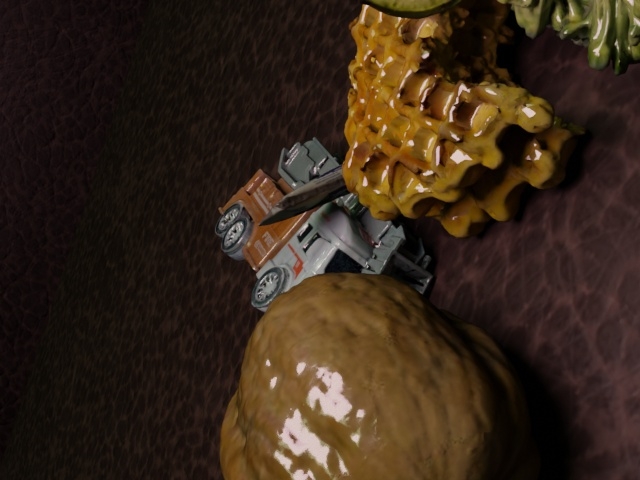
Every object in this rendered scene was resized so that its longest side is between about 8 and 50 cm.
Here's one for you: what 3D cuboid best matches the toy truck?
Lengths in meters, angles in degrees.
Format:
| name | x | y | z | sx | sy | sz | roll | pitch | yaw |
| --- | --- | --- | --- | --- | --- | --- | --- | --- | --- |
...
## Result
| name | x | y | z | sx | sy | sz | roll | pitch | yaw |
| --- | --- | --- | --- | --- | --- | --- | --- | --- | --- |
| toy truck | 0.000 | 0.000 | 0.944 | 0.184 | 0.133 | 0.338 | -50 | 30 | 6 |

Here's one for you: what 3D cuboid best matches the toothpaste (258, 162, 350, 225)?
| name | x | y | z | sx | sy | sz | roll | pitch | yaw |
| --- | --- | --- | --- | --- | --- | --- | --- | --- | --- |
| toothpaste | 0.026 | -0.066 | 0.867 | 0.038 | 0.233 | 0.060 | 59 | 142 | 4 |

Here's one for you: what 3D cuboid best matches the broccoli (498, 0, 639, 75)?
| name | x | y | z | sx | sy | sz | roll | pitch | yaw |
| --- | --- | --- | --- | --- | --- | --- | --- | --- | --- |
| broccoli | 0.272 | -0.281 | 0.534 | 0.334 | 0.324 | 0.272 | 19 | 135 | 53 |

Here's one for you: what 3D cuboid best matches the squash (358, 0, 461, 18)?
| name | x | y | z | sx | sy | sz | roll | pitch | yaw |
| --- | --- | --- | --- | --- | --- | --- | --- | --- | --- |
| squash | 0.068 | -0.336 | 0.731 | 0.137 | 0.137 | 0.287 | -50 | 31 | 34 |

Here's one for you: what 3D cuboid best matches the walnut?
| name | x | y | z | sx | sy | sz | roll | pitch | yaw |
| --- | --- | --- | --- | --- | --- | --- | --- | --- | --- |
| walnut | 0.042 | 0.155 | 0.674 | 0.283 | 0.227 | 0.283 | -16 | 31 | 10 |

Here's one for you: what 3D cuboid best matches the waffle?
| name | x | y | z | sx | sy | sz | roll | pitch | yaw |
| --- | --- | --- | --- | --- | --- | --- | --- | --- | --- |
| waffle | 0.136 | -0.174 | 0.788 | 0.261 | 0.151 | 0.324 | -24 | 53 | 50 |
